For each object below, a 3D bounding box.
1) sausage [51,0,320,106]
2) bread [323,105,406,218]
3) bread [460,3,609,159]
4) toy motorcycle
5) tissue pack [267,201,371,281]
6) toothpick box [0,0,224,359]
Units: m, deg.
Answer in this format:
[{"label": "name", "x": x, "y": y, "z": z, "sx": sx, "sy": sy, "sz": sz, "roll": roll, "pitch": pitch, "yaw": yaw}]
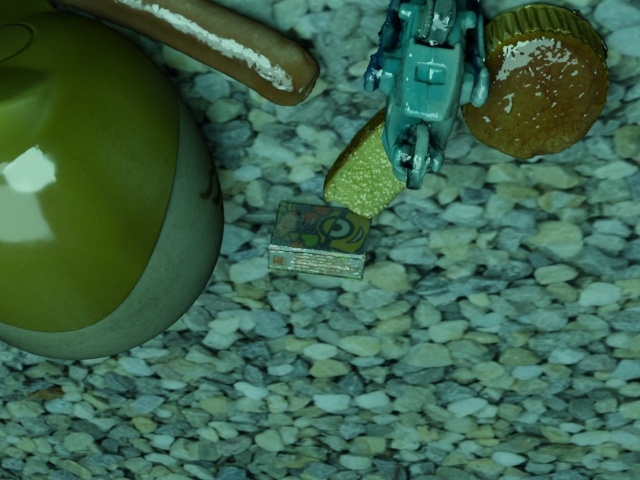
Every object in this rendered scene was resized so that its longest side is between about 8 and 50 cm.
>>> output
[{"label": "sausage", "x": -0.198, "y": -0.294, "z": 1.214, "sx": 0.419, "sy": 0.094, "sz": 0.094, "roll": 23, "pitch": 150, "yaw": -7}, {"label": "bread", "x": 0.081, "y": -0.109, "z": 1.334, "sx": 0.103, "sy": 0.065, "sz": 0.187, "roll": 37, "pitch": 124, "yaw": -12}, {"label": "bread", "x": 0.276, "y": -0.200, "z": 1.194, "sx": 0.199, "sy": 0.104, "sz": 0.199, "roll": 4, "pitch": 129, "yaw": 5}, {"label": "toy motorcycle", "x": 0.128, "y": -0.194, "z": 1.145, "sx": 0.154, "sy": 0.206, "sz": 0.260, "roll": 8, "pitch": 95, "yaw": -2}, {"label": "tissue pack", "x": 0.000, "y": 0.000, "z": 1.402, "sx": 0.148, "sy": 0.108, "sz": 0.060, "roll": 6, "pitch": 132, "yaw": 5}, {"label": "toothpick box", "x": -0.355, "y": -0.081, "z": 1.201, "sx": 0.409, "sy": 0.408, "sz": 0.425, "roll": -8, "pitch": 134, "yaw": 16}]
